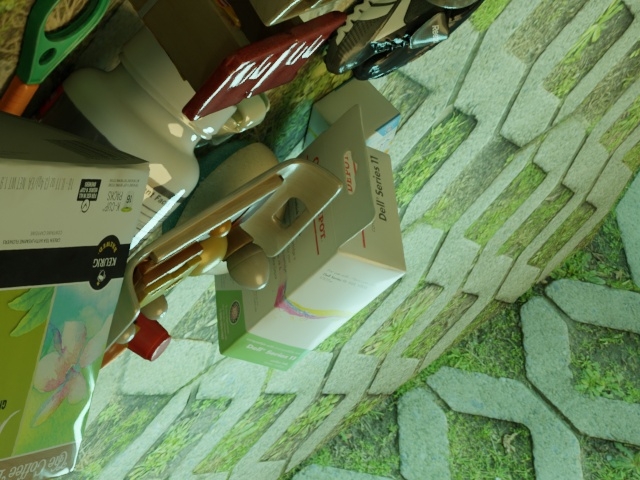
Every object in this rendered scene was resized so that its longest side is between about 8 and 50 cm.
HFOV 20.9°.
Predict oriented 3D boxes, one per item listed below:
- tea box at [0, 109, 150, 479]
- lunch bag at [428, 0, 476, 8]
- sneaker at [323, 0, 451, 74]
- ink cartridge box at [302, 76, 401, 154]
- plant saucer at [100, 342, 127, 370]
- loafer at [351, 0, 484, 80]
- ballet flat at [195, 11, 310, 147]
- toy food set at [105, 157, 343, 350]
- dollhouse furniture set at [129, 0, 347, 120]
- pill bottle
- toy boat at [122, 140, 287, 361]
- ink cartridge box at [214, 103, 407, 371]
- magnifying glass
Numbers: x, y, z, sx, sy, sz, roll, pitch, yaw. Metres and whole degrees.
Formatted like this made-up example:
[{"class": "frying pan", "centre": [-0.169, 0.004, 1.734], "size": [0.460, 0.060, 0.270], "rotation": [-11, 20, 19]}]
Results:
[{"class": "tea box", "centre": [-0.355, 0.050, 1.556], "size": [0.329, 0.220, 0.323], "rotation": [-4, 112, -65]}, {"class": "lunch bag", "centre": [0.116, -0.411, 1.607], "size": [0.212, 0.305, 0.256], "rotation": [-33, 164, -40]}, {"class": "sneaker", "centre": [0.111, -0.283, 2.231], "size": [0.234, 0.106, 0.078], "rotation": [-42, 162, -7]}, {"class": "ink cartridge box", "centre": [0.042, -0.145, 2.430], "size": [0.092, 0.090, 0.143], "rotation": [-37, 161, -24]}, {"class": "plant saucer", "centre": [-0.302, 0.120, 2.357], "size": [0.200, 0.037, 0.200], "rotation": [-40, 163, -15]}, {"class": "loafer", "centre": [0.130, -0.289, 2.328], "size": [0.223, 0.076, 0.078], "rotation": [-35, 167, -14]}, {"class": "ballet flat", "centre": [-0.099, -0.198, 1.903], "size": [0.139, 0.139, 0.400], "rotation": [-30, 159, -40]}, {"class": "toy food set", "centre": [-0.131, 0.037, 1.950], "size": [0.306, 0.092, 0.220], "rotation": [-34, 175, -32]}, {"class": "dollhouse furniture set", "centre": [-0.040, -0.291, 1.555], "size": [0.152, 0.201, 0.374], "rotation": [-28, 171, -42]}, {"class": "pill bottle", "centre": [-0.240, -0.067, 1.805], "size": [0.318, 0.176, 0.176], "rotation": [-46, 163, 6]}, {"class": "toy boat", "centre": [-0.178, -0.004, 2.210], "size": [0.318, 0.148, 0.267], "rotation": [-50, 169, -6]}, {"class": "ink cartridge box", "centre": [0.000, 0.000, 2.330], "size": [0.119, 0.207, 0.353], "rotation": [19, 138, -31]}, {"class": "magnifying glass", "centre": [-0.278, -0.178, 1.715], "size": [0.231, 0.026, 0.092], "rotation": [-52, 162, 27]}]
